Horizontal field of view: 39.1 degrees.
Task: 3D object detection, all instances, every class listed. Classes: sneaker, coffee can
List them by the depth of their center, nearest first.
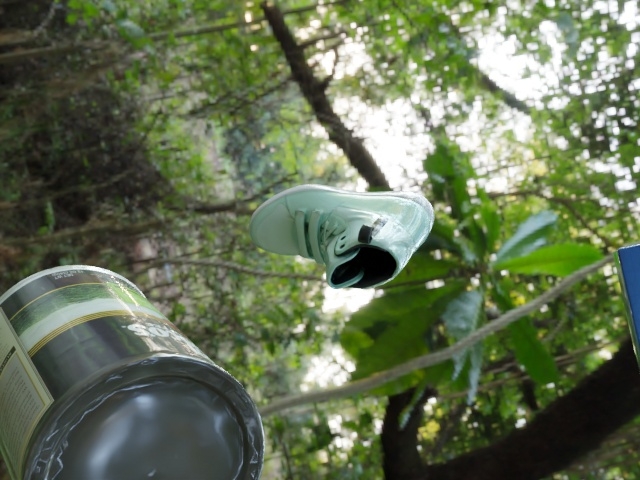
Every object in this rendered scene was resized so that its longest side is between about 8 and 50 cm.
[{"bbox_3d":[-0.201,0.155,0.838,0.275,0.201,0.201,27,-50,57],"label":"coffee can"},{"bbox_3d":[0.000,0.000,1.124,0.151,0.256,0.094,-53,133,-53],"label":"sneaker"}]

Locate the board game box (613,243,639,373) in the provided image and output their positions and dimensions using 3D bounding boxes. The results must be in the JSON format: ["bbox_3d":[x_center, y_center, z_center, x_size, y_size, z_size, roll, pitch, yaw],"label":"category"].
[{"bbox_3d":[0.263,0.104,0.667,0.160,0.047,0.210,7,71,-73],"label":"board game box"}]
